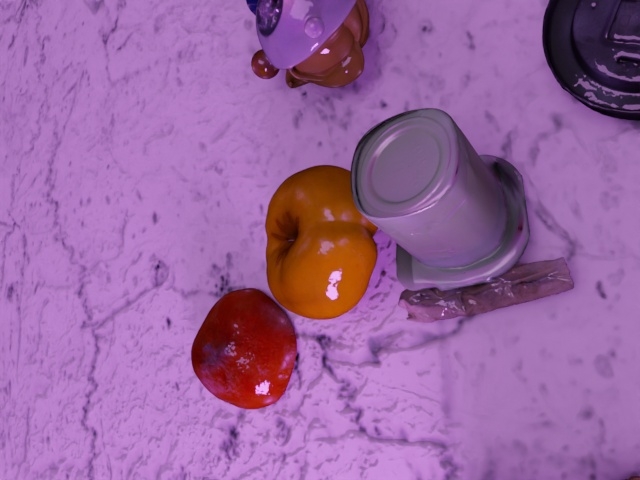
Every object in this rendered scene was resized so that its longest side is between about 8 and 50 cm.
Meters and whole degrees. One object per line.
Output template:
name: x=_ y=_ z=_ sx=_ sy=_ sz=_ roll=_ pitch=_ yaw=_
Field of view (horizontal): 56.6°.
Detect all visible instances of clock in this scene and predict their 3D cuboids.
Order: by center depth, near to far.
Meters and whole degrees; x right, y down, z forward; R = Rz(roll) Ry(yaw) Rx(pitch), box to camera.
clock: x=0.306 y=-0.202 z=0.553 sx=0.184 sy=0.040 sz=0.184 roll=-4 pitch=82 yaw=31

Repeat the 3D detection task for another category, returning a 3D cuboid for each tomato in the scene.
tomato: x=-0.107 y=0.141 z=0.751 sx=0.155 sy=0.069 sz=0.156 roll=-3 pitch=84 yaw=31

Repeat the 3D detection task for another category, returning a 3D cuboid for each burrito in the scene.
burrito: x=0.164 y=0.053 z=0.612 sx=0.185 sy=0.041 sz=0.045 roll=-19 pitch=84 yaw=31

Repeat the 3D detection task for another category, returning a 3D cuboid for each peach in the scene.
peach: x=0.000 y=0.000 z=0.667 sx=0.179 sy=0.103 sz=0.179 roll=-174 pitch=90 yaw=-65

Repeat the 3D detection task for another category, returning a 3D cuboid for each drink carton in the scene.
drink carton: x=0.111 y=-0.045 z=0.579 sx=0.144 sy=0.142 sz=0.146 roll=-13 pitch=61 yaw=29

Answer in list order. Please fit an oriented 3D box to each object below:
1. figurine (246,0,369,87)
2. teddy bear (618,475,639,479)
figurine: x=-0.025 y=-0.310 z=0.721 sx=0.194 sy=0.133 sz=0.274 roll=-20 pitch=64 yaw=28
teddy bear: x=0.234 y=0.299 z=0.437 sx=0.222 sy=0.246 sz=0.296 roll=-41 pitch=35 yaw=1
